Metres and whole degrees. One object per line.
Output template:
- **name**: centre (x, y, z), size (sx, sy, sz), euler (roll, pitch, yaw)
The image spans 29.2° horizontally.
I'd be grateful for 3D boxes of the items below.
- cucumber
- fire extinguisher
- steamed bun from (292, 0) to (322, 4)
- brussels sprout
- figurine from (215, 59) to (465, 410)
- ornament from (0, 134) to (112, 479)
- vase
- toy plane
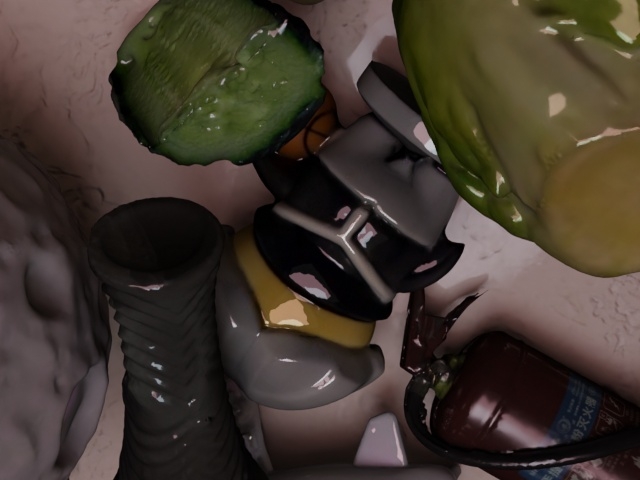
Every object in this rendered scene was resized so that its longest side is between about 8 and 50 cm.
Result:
- **cucumber**: centre (-0.067, -0.103, 0.777), size (0.085, 0.193, 0.115), euler (28, 97, -37)
- **fire extinguisher**: centre (0.197, 0.140, 0.866), size (0.341, 0.105, 0.141), euler (30, 70, 0)
- **steamed bun**: centre (-0.056, -0.270, 0.737), size (0.250, 0.155, 0.200), euler (42, 108, -3)
- **brussels sprout**: centre (0.171, -0.133, 0.703), size (0.259, 0.294, 0.227), euler (6, 147, -11)
- **figurine**: centre (0.000, 0.000, 0.828), size (0.176, 0.133, 0.236), euler (38, 106, 6)
- **ornament**: centre (-0.305, 0.060, 0.770), size (0.337, 0.337, 0.337), euler (2, 108, 7)
- **vase**: centre (-0.089, 0.088, 0.757), size (0.115, 0.115, 0.237), euler (6, 130, 6)
- **toy plane**: centre (-0.022, 0.221, 0.905), size (0.266, 0.122, 0.267), euler (0, 89, 14)
